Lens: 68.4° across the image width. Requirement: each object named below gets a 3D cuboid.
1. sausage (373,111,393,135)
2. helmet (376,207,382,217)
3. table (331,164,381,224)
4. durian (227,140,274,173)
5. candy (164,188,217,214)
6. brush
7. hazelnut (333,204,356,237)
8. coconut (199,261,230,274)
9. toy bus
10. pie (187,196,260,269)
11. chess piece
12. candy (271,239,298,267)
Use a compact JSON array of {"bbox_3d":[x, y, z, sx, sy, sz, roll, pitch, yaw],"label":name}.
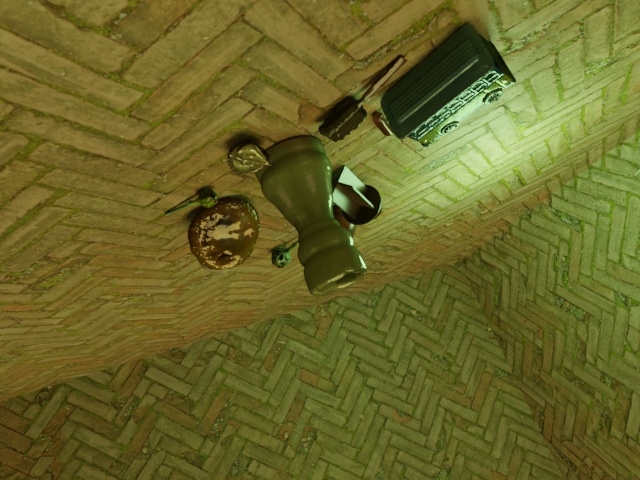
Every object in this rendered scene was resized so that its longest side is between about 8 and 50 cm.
[{"bbox_3d":[0.194,-0.358,1.460,0.030,0.035,0.147,7,172,25],"label":"sausage"},{"bbox_3d":[0.207,-0.135,2.056,0.111,0.057,0.089,-18,120,-22],"label":"helmet"},{"bbox_3d":[0.107,-0.171,1.731,0.167,0.167,0.226,-27,152,18],"label":"table"},{"bbox_3d":[-0.194,-0.239,1.310,0.140,0.071,0.110,8,143,-32],"label":"durian"},{"bbox_3d":[-0.411,-0.112,1.483,0.194,0.058,0.062,-17,155,17],"label":"candy"},{"bbox_3d":[0.117,-0.379,1.275,0.301,0.071,0.084,-39,152,31],"label":"brush"},{"bbox_3d":[0.046,-0.055,1.937,0.214,0.176,0.214,4,145,3],"label":"hazelnut"},{"bbox_3d":[-0.384,0.050,1.767,0.171,0.171,0.183,2,145,-49],"label":"coconut"},{"bbox_3d":[0.343,-0.408,1.290,0.312,0.152,0.190,-35,158,36],"label":"toy bus"},{"bbox_3d":[-0.327,-0.025,1.617,0.273,0.069,0.273,-11,117,-24],"label":"pie"},{"bbox_3d":[-0.023,-0.065,1.401,0.234,0.442,0.234,-20,162,-7],"label":"chess piece"},{"bbox_3d":[-0.109,0.021,2.141,0.305,0.091,0.083,-39,-176,25],"label":"candy"}]
